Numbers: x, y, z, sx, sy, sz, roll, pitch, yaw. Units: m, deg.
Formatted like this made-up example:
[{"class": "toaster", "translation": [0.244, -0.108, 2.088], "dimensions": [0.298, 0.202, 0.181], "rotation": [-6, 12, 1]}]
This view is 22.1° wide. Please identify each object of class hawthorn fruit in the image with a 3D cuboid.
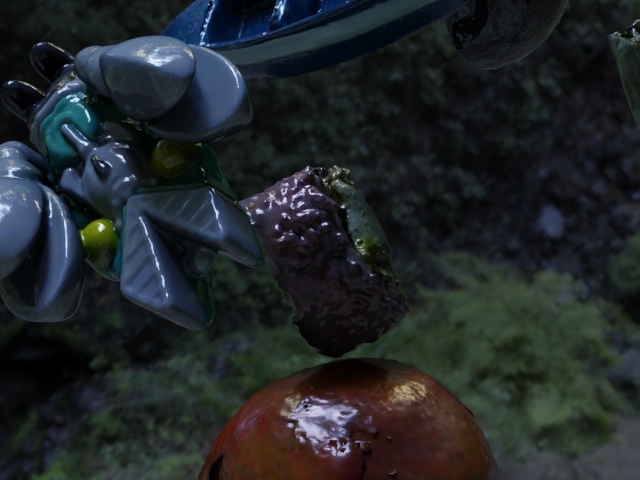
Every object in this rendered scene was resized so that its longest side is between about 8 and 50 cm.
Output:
[{"class": "hawthorn fruit", "translation": [0.042, 0.216, 1.420], "dimensions": [0.276, 0.276, 0.307], "rotation": [45, 42, -4]}]

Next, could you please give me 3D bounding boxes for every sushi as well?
[{"class": "sushi", "translation": [0.009, 0.017, 1.445], "dimensions": [0.161, 0.107, 0.241], "rotation": [63, 4, 2]}]

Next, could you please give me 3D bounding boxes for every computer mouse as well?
[{"class": "computer mouse", "translation": [0.183, -0.301, 1.590], "dimensions": [0.170, 0.100, 0.269], "rotation": [-36, 117, -50]}]

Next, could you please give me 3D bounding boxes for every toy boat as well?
[{"class": "toy boat", "translation": [-0.009, -0.175, 1.233], "dimensions": [0.062, 0.299, 0.096], "rotation": [37, 54, -37]}]

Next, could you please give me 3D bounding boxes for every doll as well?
[{"class": "doll", "translation": [-0.149, -0.037, 1.049], "dimensions": [0.153, 0.258, 0.195], "rotation": [27, 78, -46]}]

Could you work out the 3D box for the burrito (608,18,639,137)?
[{"class": "burrito", "translation": [0.304, -0.043, 1.254], "dimensions": [0.066, 0.096, 0.309], "rotation": [-2, 68, -47]}]
